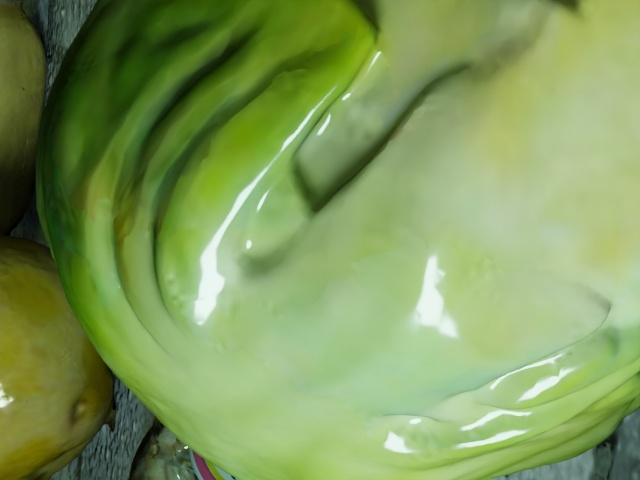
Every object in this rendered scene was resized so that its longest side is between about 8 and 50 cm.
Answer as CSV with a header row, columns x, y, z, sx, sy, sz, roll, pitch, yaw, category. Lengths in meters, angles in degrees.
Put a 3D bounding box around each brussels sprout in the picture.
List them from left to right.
x,y,z,sx,sy,sz,roll,pitch,yaw,category
0.024,-0.041,0.751,0.344,0.268,0.344,-21,65,57,brussels sprout

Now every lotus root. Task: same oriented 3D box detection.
x,y,z,sx,sy,sz,roll,pitch,yaw,category
-0.334,-0.127,1.716,0.146,0.131,0.303,-145,59,-60,lotus root

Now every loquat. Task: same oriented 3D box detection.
x,y,z,sx,sy,sz,roll,pitch,yaw,category
-0.291,0.103,1.488,0.244,0.244,0.244,-179,90,-66,loquat

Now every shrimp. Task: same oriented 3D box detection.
x,y,z,sx,sy,sz,roll,pitch,yaw,category
-0.089,0.202,1.260,0.173,0.058,0.253,66,150,29,shrimp

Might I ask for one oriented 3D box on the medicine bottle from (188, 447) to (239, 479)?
x,y,z,sx,sy,sz,roll,pitch,yaw,category
0.000,0.091,1.013,0.217,0.090,0.090,138,128,-58,medicine bottle
